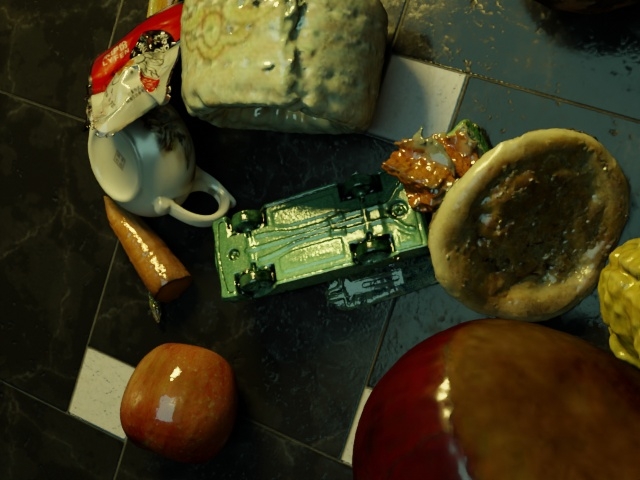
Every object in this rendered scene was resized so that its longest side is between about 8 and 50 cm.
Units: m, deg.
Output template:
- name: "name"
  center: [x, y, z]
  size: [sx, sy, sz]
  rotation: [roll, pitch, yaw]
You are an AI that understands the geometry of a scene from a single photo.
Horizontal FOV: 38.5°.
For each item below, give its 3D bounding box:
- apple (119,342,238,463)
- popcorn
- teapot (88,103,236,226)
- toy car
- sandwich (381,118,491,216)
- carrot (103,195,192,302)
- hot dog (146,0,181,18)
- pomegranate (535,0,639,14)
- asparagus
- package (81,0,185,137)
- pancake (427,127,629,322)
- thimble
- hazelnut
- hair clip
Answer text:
- name: "apple"
  center: [-0.214, 0.250, 1.397]
  size: [0.181, 0.181, 0.168]
  rotation: [7, 70, 21]
- name: "popcorn"
  center: [0.458, 0.081, 1.127]
  size: [0.203, 0.226, 0.200]
  rotation: [-3, 74, -20]
- name: "teapot"
  center: [-0.266, -0.131, 1.440]
  size: [0.298, 0.139, 0.204]
  rotation: [54, 134, 11]
- name: "toy car"
  center: [0.000, 0.000, 1.341]
  size: [0.320, 0.097, 0.141]
  rotation: [-16, 68, 13]
- name: "sandwich"
  center: [0.185, -0.071, 1.248]
  size: [0.109, 0.160, 0.185]
  rotation: [-33, 82, 26]
- name: "carrot"
  center: [-0.293, 0.006, 1.479]
  size: [0.072, 0.072, 0.205]
  rotation: [-44, 76, 15]
- name: "hot dog"
  center: [-0.250, -0.368, 1.480]
  size: [0.066, 0.047, 0.216]
  rotation: [10, 93, 36]
- name: "pomegranate"
  center: [0.349, -0.434, 1.124]
  size: [0.322, 0.322, 0.322]
  rotation: [0, 90, 21]
- name: "asparagus"
  center: [-0.304, 0.028, 1.511]
  size: [0.023, 0.022, 0.233]
  rotation: [-18, 77, -24]
- name: "package"
  center: [-0.270, -0.250, 1.359]
  size: [0.194, 0.269, 0.071]
  rotation: [-21, 124, 7]
- name: "pancake"
  center: [0.277, -0.017, 1.204]
  size: [0.282, 0.049, 0.282]
  rotation: [-4, 111, -12]
- name: "thimble"
  center: [-0.051, -0.253, 1.272]
  size: [0.291, 0.291, 0.195]
  rotation: [4, 91, 21]
- name: "hazelnut"
  center: [0.253, 0.291, 1.122]
  size: [0.429, 0.402, 0.402]
  rotation: [29, 100, 17]
- name: "hair clip"
  center: [0.112, 0.055, 1.340]
  size: [0.229, 0.036, 0.066]
  rotation: [-15, 79, 27]
